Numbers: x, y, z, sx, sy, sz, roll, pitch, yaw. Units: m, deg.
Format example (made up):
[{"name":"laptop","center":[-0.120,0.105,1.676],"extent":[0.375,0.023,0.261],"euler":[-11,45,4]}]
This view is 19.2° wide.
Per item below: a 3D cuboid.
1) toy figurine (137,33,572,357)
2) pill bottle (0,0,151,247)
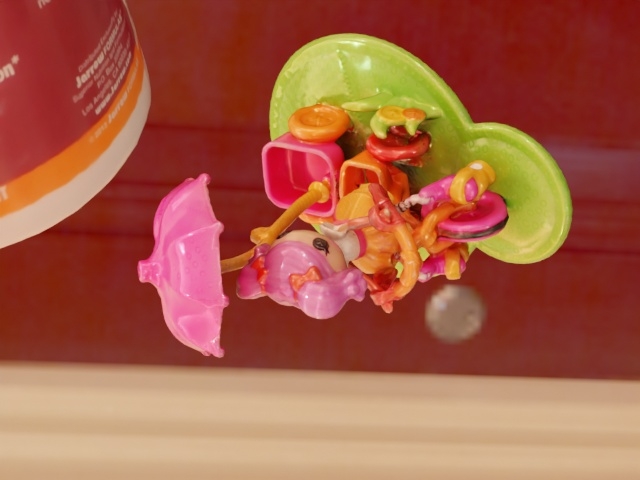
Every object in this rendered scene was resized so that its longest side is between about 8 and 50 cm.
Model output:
[{"name":"toy figurine","center":[0.000,0.000,0.854],"extent":[0.173,0.159,0.130],"euler":[18,128,32]},{"name":"pill bottle","center":[-0.240,-0.197,1.007],"extent":[0.224,0.224,0.392],"euler":[-100,-3,-47]}]
